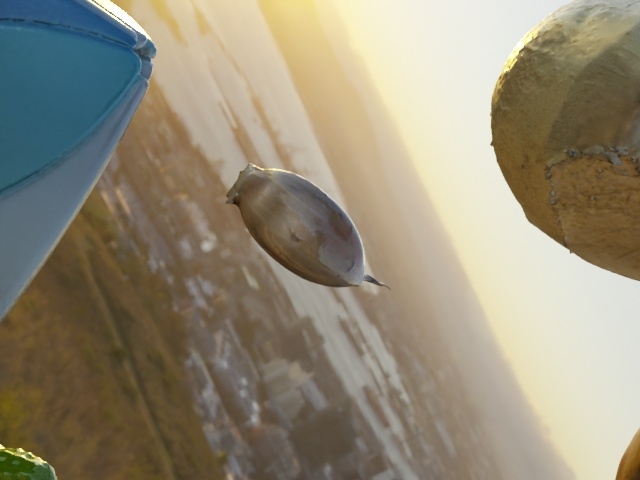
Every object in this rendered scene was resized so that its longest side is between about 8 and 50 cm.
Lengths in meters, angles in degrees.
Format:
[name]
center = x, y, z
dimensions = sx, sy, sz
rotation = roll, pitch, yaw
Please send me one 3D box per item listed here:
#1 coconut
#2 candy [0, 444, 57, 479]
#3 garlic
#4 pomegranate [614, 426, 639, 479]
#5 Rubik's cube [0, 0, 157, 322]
[coconut]
center = 0.382, -0.130, 1.332
dimensions = 0.346, 0.346, 0.360
rotation = 63, -3, -20
[candy]
center = -0.328, 0.228, 1.022
dimensions = 0.096, 0.209, 0.097
rotation = 21, 65, -58
[garlic]
center = 0.002, 0.005, 1.410
dimensions = 0.266, 0.128, 0.148
rotation = 46, 34, -15
[pomegranate]
center = 0.322, 0.209, 0.801
dimensions = 0.252, 0.270, 0.229
rotation = -120, -153, -69
[Rubik's cube]
center = -0.406, -0.157, 1.071
dimensions = 0.351, 0.347, 0.352
rotation = 29, 7, -29
